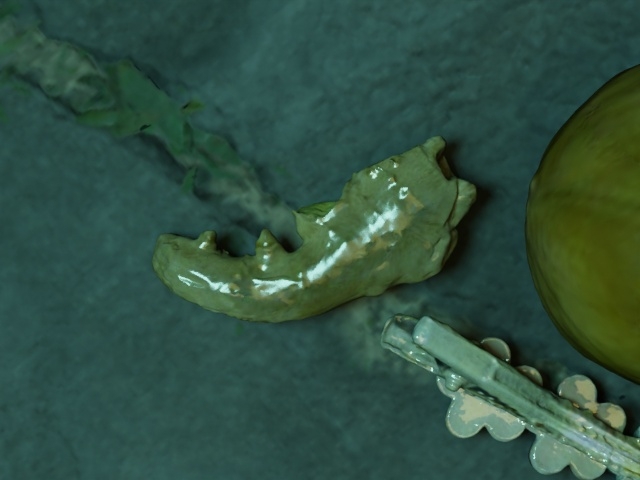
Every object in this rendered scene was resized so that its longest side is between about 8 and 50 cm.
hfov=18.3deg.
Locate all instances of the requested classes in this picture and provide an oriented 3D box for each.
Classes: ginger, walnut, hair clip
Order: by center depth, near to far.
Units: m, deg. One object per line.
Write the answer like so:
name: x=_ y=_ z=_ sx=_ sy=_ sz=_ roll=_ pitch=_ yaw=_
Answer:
walnut: x=0.244 y=-0.006 z=0.976 sx=0.297 sy=0.203 sz=0.203 roll=1 pitch=99 yaw=-19
ginger: x=0.000 y=0.004 z=1.037 sx=0.173 sy=0.051 sz=0.069 roll=-20 pitch=95 yaw=-1
hair clip: x=0.125 y=0.097 z=1.058 sx=0.214 sy=0.056 sz=0.062 roll=30 pitch=80 yaw=-14
